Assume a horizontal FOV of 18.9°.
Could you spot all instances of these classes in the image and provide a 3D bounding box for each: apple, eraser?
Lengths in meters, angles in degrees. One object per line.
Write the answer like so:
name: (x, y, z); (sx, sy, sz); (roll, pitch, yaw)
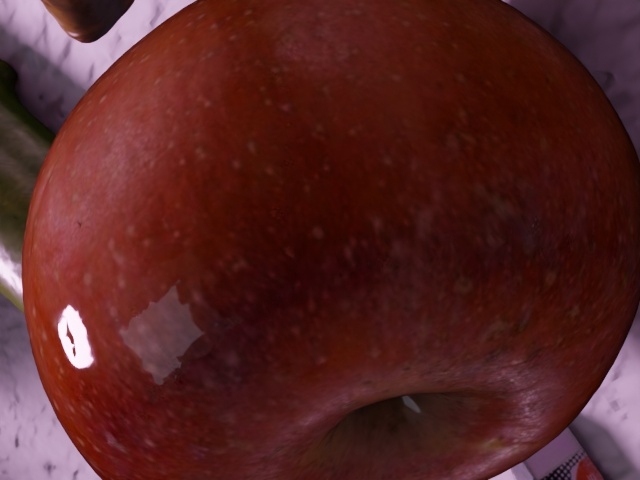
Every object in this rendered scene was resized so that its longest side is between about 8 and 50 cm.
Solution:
apple: (0.000, 0.000, 0.604); (0.201, 0.201, 0.162); (115, 141, -49)
eraser: (0.102, 0.109, 0.695); (0.099, 0.027, 0.019); (56, 153, 8)

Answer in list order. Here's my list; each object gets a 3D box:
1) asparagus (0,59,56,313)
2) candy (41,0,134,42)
asparagus: (-0.148, -0.026, 0.867); (0.343, 0.085, 0.082); (37, 136, 32)
candy: (-0.020, -0.146, 0.610); (0.271, 0.101, 0.143); (-5, 118, 46)
